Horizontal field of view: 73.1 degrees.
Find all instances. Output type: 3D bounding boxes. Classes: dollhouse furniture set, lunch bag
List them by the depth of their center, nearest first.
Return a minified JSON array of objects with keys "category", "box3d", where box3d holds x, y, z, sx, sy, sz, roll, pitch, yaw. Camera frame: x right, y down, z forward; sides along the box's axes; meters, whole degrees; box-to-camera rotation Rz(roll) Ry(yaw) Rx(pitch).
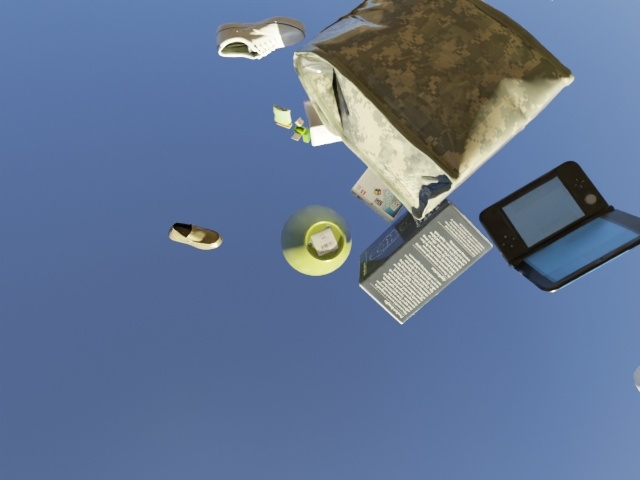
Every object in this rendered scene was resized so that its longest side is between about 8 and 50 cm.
[{"category":"lunch bag","box3d":[0.134,-0.216,0.598,0.235,0.169,0.287,-41,-97,-13]},{"category":"dollhouse furniture set","box3d":[-0.093,-0.357,1.344,0.151,0.076,0.059,24,-111,14]}]

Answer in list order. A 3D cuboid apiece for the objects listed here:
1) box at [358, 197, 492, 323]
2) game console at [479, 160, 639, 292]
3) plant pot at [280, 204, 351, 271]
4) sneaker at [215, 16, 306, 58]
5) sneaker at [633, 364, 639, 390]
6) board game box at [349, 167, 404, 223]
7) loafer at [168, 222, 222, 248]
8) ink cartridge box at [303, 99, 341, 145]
[{"category":"box","box3d":[0.339,0.039,1.498,0.212,0.293,0.395,43,-74,-8]},{"category":"game console","box3d":[0.592,-0.047,1.065,0.293,0.173,0.250,-31,-101,5]},{"category":"plant pot","box3d":[0.000,0.000,1.539,0.274,0.293,0.275,0,-90,-7]},{"category":"sneaker","box3d":[-0.167,-0.557,1.217,0.257,0.094,0.091,-4,-108,6]},{"category":"sneaker","box3d":[0.738,0.229,0.894,0.292,0.169,0.108,-25,-92,-5]},{"category":"board game box","box3d":[0.275,-0.241,1.615,0.193,0.053,0.305,38,-103,1]},{"category":"loafer","box3d":[-0.345,-0.014,1.188,0.147,0.050,0.056,8,-117,-7]},{"category":"ink cartridge box","box3d":[0.101,-0.388,1.222,0.296,0.066,0.261,-11,-135,0]}]
